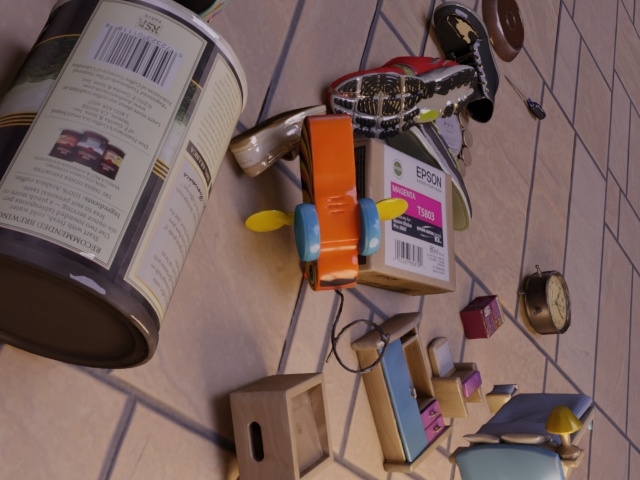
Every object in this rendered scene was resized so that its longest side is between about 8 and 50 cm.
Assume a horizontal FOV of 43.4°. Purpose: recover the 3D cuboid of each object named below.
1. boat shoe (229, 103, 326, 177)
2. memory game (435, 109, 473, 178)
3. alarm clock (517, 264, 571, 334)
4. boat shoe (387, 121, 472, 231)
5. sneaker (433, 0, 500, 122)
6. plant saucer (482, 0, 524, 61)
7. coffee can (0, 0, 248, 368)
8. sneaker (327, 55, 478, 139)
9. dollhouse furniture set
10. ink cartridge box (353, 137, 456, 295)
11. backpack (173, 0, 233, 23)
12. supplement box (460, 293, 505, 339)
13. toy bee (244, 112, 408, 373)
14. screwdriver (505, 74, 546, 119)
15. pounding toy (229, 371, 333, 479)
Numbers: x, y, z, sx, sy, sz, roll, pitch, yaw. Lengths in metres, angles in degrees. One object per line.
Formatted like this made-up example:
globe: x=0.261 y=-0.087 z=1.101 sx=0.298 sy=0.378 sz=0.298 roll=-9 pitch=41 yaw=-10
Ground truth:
boat shoe: x=-0.049 y=-0.129 z=1.036 sx=0.170 sy=0.063 sz=0.059 roll=-33 pitch=111 yaw=-41
memory game: x=0.228 y=-0.197 z=1.450 sx=0.186 sy=0.012 sz=0.186 roll=17 pitch=69 yaw=-50
alarm clock: x=0.473 y=0.136 z=1.652 sx=0.192 sy=0.064 sz=0.129 roll=33 pitch=57 yaw=-41
boat shoe: x=0.195 y=-0.116 z=1.329 sx=0.227 sy=0.081 sz=0.068 roll=55 pitch=47 yaw=-26
sneaker: x=0.273 y=-0.325 z=1.467 sx=0.222 sy=0.083 sz=0.118 roll=48 pitch=37 yaw=-37
plant saucer: x=0.397 y=-0.468 z=1.721 sx=0.168 sy=0.029 sz=0.168 roll=14 pitch=72 yaw=-51
coffee can: x=-0.196 y=-0.054 z=0.703 sx=0.201 sy=0.202 sz=0.275 roll=44 pitch=50 yaw=-38
sneaker: x=0.113 y=-0.232 z=1.246 sx=0.279 sy=0.118 sz=0.107 roll=-13 pitch=128 yaw=-35
dollhouse furniture set: x=0.251 y=0.193 z=1.149 sx=0.286 sy=0.304 sz=0.198 roll=-24 pitch=102 yaw=-52
ink cartridge box: x=0.107 y=-0.027 z=1.190 sx=0.235 sy=0.088 sz=0.193 roll=14 pitch=72 yaw=-50
backpack: x=-0.158 y=-0.295 z=0.820 sx=0.144 sy=0.189 sz=0.165 roll=-39 pitch=112 yaw=-49
supplement box: x=0.289 y=0.136 z=1.427 sx=0.083 sy=0.043 sz=0.054 roll=-27 pitch=103 yaw=-53
toy bee: x=0.000 y=0.000 z=1.006 sx=0.195 sy=0.162 sz=0.298 roll=16 pitch=81 yaw=-10
screwdriver: x=0.449 y=-0.318 z=1.762 sx=0.170 sy=0.024 sz=0.025 roll=39 pitch=82 yaw=-39
pounding toy: x=-0.058 y=0.235 z=0.924 sx=0.130 sy=0.100 sz=0.141 roll=-5 pitch=88 yaw=-67
